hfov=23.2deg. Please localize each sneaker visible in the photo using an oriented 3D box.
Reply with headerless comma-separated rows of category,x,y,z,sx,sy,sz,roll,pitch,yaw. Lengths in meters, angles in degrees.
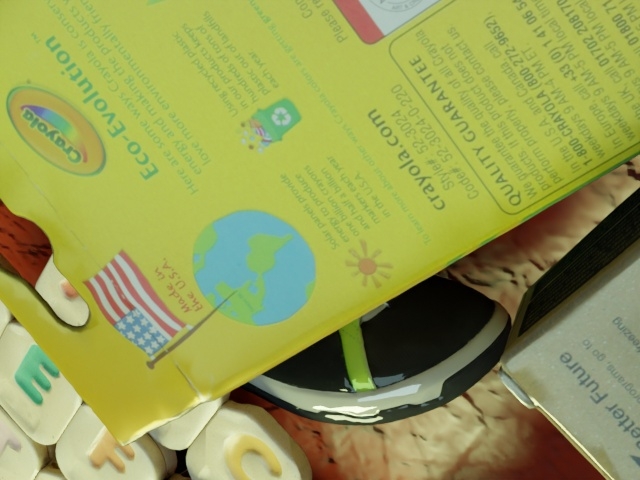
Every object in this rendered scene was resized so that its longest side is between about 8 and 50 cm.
sneaker,-0.025,0.017,0.735,0.234,0.084,0.097,8,127,30

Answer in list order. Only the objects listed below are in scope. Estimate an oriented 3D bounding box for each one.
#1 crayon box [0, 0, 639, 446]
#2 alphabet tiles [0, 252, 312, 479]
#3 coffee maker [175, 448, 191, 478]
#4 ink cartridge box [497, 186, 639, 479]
crayon box,-0.015,-0.075,0.611,0.318,0.081,0.202,-31,104,25
alphabet tiles,-0.120,0.132,0.818,0.284,0.021,0.278,46,134,10
coffee maker,-0.092,0.225,0.927,0.171,0.120,0.178,-28,95,4
ink cartridge box,0.215,0.056,0.574,0.193,0.088,0.235,-42,96,22
